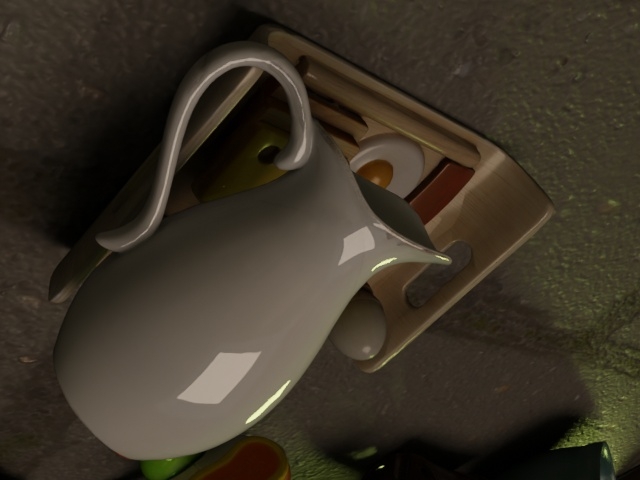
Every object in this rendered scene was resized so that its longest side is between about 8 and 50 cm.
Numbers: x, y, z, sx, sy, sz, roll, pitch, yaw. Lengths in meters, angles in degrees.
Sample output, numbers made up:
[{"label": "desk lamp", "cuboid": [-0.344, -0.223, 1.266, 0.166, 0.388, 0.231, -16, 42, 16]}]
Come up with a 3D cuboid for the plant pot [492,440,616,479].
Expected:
[{"label": "plant pot", "cuboid": [0.296, 0.423, 1.185, 0.196, 0.293, 0.293, -8, 149, 22]}]

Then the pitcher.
[{"label": "pitcher", "cuboid": [-0.059, 0.010, 0.486, 0.207, 0.125, 0.178, -38, 113, 6]}]

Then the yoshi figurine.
[{"label": "yoshi figurine", "cuboid": [-0.148, 0.296, 0.824, 0.202, 0.204, 0.362, 9, 135, -3]}]

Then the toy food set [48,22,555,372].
[{"label": "toy food set", "cuboid": [0.000, 0.000, 0.619, 0.306, 0.092, 0.220, 19, 126, -43]}]

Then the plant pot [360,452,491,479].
[{"label": "plant pot", "cuboid": [0.131, 0.341, 1.069, 0.167, 0.167, 0.165, -37, 134, 15]}]

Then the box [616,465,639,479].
[{"label": "box", "cuboid": [0.631, 0.540, 1.401, 0.143, 0.381, 0.191, -29, 143, 9]}]
